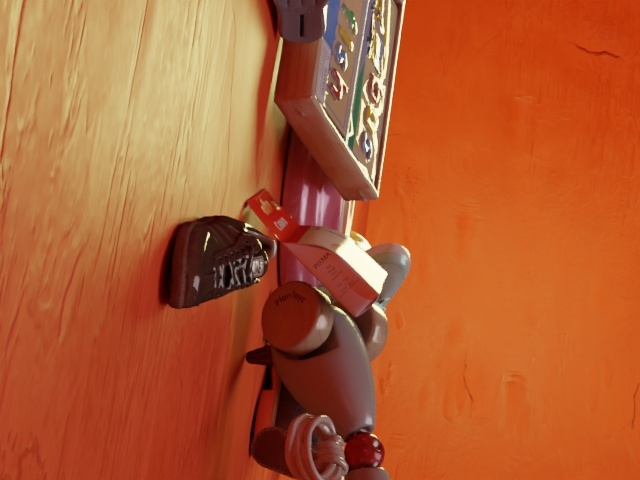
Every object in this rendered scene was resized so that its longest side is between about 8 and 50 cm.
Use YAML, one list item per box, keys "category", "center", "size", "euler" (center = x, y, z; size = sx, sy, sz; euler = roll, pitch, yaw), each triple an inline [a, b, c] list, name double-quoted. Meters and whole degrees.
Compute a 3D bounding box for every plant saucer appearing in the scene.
- category: "plant saucer"
  center: [0.005, -0.079, 1.984]
  size: [0.332, 0.084, 0.332]
  euler: [7, 90, -85]

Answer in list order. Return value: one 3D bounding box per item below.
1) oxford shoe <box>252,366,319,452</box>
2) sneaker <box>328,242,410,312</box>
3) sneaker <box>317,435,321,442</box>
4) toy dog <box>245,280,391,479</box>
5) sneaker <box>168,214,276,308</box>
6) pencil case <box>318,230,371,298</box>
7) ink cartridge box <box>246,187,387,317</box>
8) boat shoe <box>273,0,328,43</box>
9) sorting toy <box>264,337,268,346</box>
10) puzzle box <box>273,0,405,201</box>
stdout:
- category: "oxford shoe"
  center: [-0.026, 0.205, 1.908]
  size: [0.271, 0.098, 0.096]
  euler: [-78, 172, -50]
- category: "sneaker"
  center: [0.055, 0.130, 2.011]
  size: [0.256, 0.094, 0.151]
  euler: [-49, -149, 21]
- category: "sneaker"
  center: [-0.008, 0.251, 2.267]
  size: [0.118, 0.110, 0.292]
  euler: [117, -14, -64]
- category: "toy dog"
  center: [-0.009, 0.203, 1.570]
  size: [0.220, 0.161, 0.333]
  euler: [41, 36, -33]
- category: "sneaker"
  center: [-0.082, 0.014, 1.179]
  size: [0.188, 0.071, 0.066]
  euler: [-67, 163, -74]
- category: "pencil case"
  center: [0.023, 0.073, 2.226]
  size: [0.273, 0.114, 0.124]
  euler: [-73, 149, -68]
- category: "ink cartridge box"
  center: [0.000, 0.000, 1.578]
  size: [0.045, 0.179, 0.145]
  euler: [-41, -178, 10]
- category: "boat shoe"
  center: [-0.023, -0.294, 1.510]
  size: [0.226, 0.083, 0.075]
  euler: [118, -31, -72]
- category: "sorting toy"
  center: [-0.057, 0.123, 1.841]
  size: [0.061, 0.042, 0.101]
  euler: [-123, -155, -73]
- category: "puzzle box"
  center: [0.038, -0.289, 1.801]
  size: [0.272, 0.052, 0.408]
  euler: [52, 42, -58]
